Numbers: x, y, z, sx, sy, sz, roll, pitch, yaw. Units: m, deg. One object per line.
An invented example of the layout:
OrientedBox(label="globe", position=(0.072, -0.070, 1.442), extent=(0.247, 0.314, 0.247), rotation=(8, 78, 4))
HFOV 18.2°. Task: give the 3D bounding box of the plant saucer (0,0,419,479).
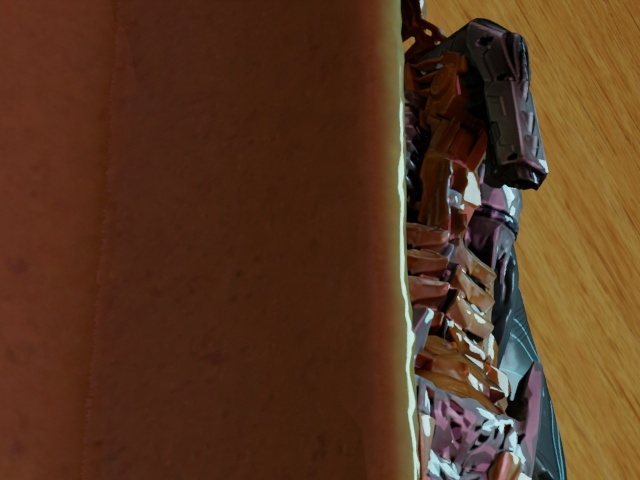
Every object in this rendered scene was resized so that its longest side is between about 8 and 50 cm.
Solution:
OrientedBox(label="plant saucer", position=(-0.147, -0.026, 0.362), extent=(0.333, 0.081, 0.333), rotation=(16, 52, -21))

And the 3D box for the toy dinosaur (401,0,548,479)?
OrientedBox(label="toy dinosaur", position=(0.000, 0.000, 0.636), extent=(0.164, 0.218, 0.322), rotation=(36, 31, -7))

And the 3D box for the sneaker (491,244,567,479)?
OrientedBox(label="sneaker", position=(0.082, 0.089, 1.147), extent=(0.106, 0.101, 0.267), rotation=(50, 29, -67))
